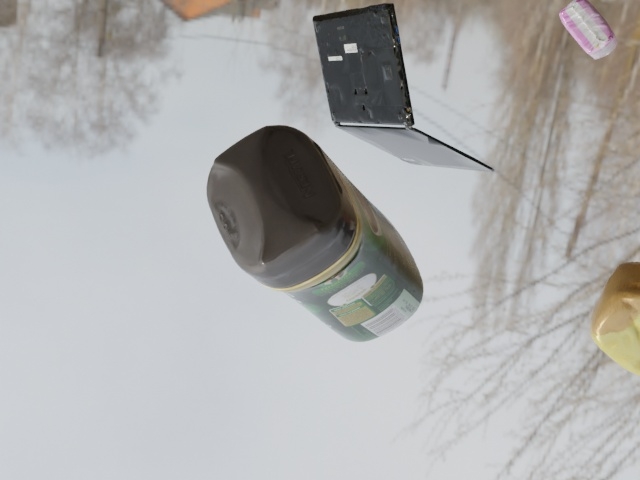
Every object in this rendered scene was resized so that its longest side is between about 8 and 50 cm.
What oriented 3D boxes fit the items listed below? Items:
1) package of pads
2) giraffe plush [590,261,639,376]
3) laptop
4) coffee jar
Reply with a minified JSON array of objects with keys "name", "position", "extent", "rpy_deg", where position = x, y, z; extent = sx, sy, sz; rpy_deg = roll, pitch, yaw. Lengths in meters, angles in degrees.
[{"name":"package of pads","position":[0.251,-0.197,0.926],"extent":[0.050,0.032,0.083],"rpy_deg":[56,-160,7]},{"name":"giraffe plush","position":[0.288,0.042,0.668],"extent":[0.181,0.210,0.170],"rpy_deg":[-16,-159,24]},{"name":"laptop","position":[0.118,-0.219,1.469],"extent":[0.136,0.264,0.234],"rpy_deg":[-18,-166,-25]},{"name":"coffee jar","position":[0.000,0.000,0.643],"extent":[0.096,0.079,0.184],"rpy_deg":[63,-170,27]}]
